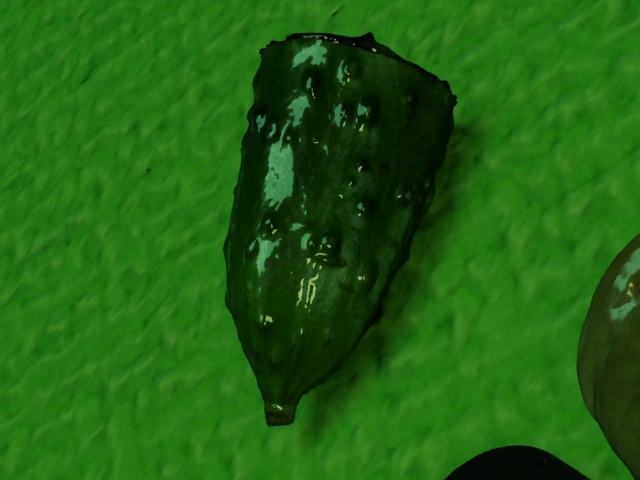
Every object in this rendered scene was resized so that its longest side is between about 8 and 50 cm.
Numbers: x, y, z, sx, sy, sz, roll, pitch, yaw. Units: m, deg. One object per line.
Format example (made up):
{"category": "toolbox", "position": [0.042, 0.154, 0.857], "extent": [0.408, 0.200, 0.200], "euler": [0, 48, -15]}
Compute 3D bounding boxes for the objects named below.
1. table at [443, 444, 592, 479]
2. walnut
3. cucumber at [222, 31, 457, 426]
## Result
{"category": "table", "position": [0.098, 0.175, 0.964], "extent": [0.133, 0.043, 0.133], "euler": [-29, 42, 31]}
{"category": "walnut", "position": [0.199, 0.050, 0.874], "extent": [0.166, 0.149, 0.166], "euler": [-54, 7, 10]}
{"category": "cucumber", "position": [-0.002, -0.001, 1.173], "extent": [0.134, 0.134, 0.244], "euler": [-5, 67, 47]}
